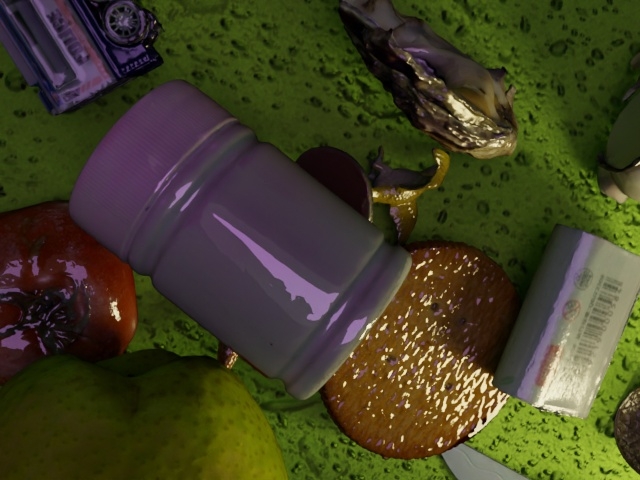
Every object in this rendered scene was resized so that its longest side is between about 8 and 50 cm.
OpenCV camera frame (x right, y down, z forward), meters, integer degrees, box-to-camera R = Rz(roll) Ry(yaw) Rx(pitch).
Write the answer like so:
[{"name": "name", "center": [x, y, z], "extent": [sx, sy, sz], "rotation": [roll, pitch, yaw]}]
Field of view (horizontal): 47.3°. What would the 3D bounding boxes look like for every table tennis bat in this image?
[{"name": "table tennis bat", "center": [0.000, 0.000, 0.900], "extent": [0.022, 0.131, 0.234], "rotation": [-18, 125, -50]}]

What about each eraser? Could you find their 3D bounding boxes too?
[{"name": "eraser", "center": [0.330, 0.109, 0.955], "extent": [0.174, 0.081, 0.226], "rotation": [20, 92, -37]}]

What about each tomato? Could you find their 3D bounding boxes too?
[{"name": "tomato", "center": [-0.325, 0.069, 0.853], "extent": [0.237, 0.095, 0.236], "rotation": [-2, 99, -10]}]

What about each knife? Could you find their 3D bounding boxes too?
[{"name": "knife", "center": [0.301, 0.368, 1.034], "extent": [0.332, 0.044, 0.080], "rotation": [24, 97, -7]}]

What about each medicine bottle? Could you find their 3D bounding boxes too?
[{"name": "medicine bottle", "center": [-0.082, -0.001, 0.785], "extent": [0.316, 0.202, 0.202], "rotation": [39, 91, 1]}]

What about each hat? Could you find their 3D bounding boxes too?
[{"name": "hat", "center": [0.500, 0.272, 1.042], "extent": [0.146, 0.067, 0.145], "rotation": [-5, 79, 28]}]

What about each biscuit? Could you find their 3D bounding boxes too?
[{"name": "biscuit", "center": [0.134, 0.144, 0.953], "extent": [0.306, 0.038, 0.305], "rotation": [-5, 105, -17]}]

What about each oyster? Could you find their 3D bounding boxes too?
[{"name": "oyster", "center": [0.122, -0.196, 0.853], "extent": [0.100, 0.275, 0.271], "rotation": [-33, 88, 36]}]

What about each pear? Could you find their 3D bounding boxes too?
[{"name": "pear", "center": [-0.205, 0.288, 0.767], "extent": [0.391, 0.391, 0.390], "rotation": [-1, 99, -9]}]

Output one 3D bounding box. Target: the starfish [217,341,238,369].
[{"name": "starfish", "center": [-0.098, 0.040, 0.909], "extent": [0.138, 0.050, 0.247], "rotation": [-15, 87, -6]}]

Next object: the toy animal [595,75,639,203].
[{"name": "toy animal", "center": [0.508, -0.068, 0.920], "extent": [0.310, 0.182, 0.247], "rotation": [32, 115, -14]}]

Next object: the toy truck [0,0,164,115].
[{"name": "toy truck", "center": [-0.295, -0.283, 0.791], "extent": [0.155, 0.124, 0.267], "rotation": [-30, 103, 1]}]

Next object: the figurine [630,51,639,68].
[{"name": "figurine", "center": [0.531, -0.277, 0.931], "extent": [0.236, 0.127, 0.155], "rotation": [2, 119, -1]}]

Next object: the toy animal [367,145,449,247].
[{"name": "toy animal", "center": [0.103, -0.081, 0.908], "extent": [0.095, 0.219, 0.155], "rotation": [29, 55, 4]}]
